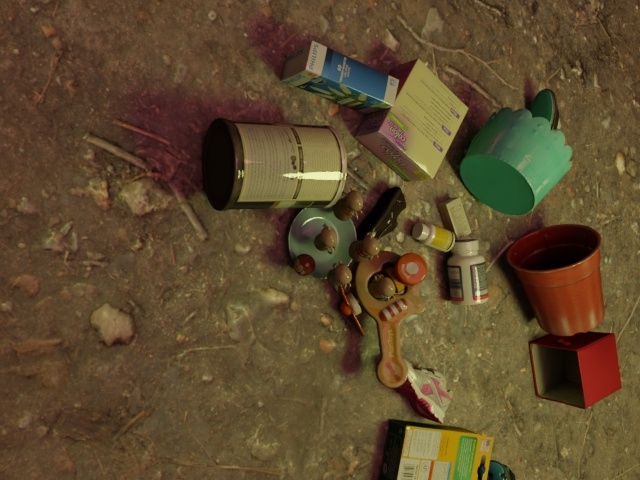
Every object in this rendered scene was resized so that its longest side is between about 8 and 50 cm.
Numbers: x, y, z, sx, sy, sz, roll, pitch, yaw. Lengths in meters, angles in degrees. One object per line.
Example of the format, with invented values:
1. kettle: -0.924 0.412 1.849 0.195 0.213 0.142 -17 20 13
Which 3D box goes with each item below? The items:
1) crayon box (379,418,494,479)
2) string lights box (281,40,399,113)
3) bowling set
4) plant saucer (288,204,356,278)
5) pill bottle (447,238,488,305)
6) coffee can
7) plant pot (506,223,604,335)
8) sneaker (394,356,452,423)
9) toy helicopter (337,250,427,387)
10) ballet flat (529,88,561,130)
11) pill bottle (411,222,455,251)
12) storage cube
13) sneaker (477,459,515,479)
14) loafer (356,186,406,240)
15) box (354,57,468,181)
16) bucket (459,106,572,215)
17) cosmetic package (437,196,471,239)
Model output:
1. crayon box: 0.328 0.629 1.728 0.323 0.083 0.203 15 83 -26
2. string lights box: 0.050 -0.402 1.530 0.260 0.133 0.076 14 84 -29
3. bowling set: 0.046 0.043 1.457 0.200 0.154 0.287 -25 87 -15
4. plant saucer: 0.000 0.000 1.559 0.195 0.037 0.194 -1 91 -28
5. pill bottle: 0.422 0.090 1.766 0.108 0.108 0.180 -9 95 -30
6. coffee can: -0.107 -0.171 1.403 0.275 0.201 0.201 -3 92 -30
7. plant pot: 0.741 0.130 1.878 0.272 0.272 0.265 -35 115 -25
8. sneaker: 0.279 0.394 1.700 0.111 0.103 0.252 -52 120 -23
9. toy helicopter: 0.157 0.202 1.593 0.235 0.140 0.354 -2 80 -8
10. ballet flat: 0.708 -0.334 1.944 0.096 0.095 0.280 0 101 -40
11. pill bottle: 0.317 -0.012 1.729 0.116 0.065 0.065 18 82 -30
12. storage cube: 0.812 0.400 1.952 0.193 0.184 0.214 -15 97 -30
13. sneaker: 0.486 0.824 1.804 0.140 0.125 0.340 34 82 -46
14. loafer: 0.169 -0.045 1.634 0.078 0.080 0.220 46 69 -22
15. box: 0.248 -0.319 1.656 0.214 0.117 0.243 36 73 -26
16. bucket: 0.547 -0.217 1.748 0.183 0.281 0.281 -48 112 -19
17. cosmetic package: 0.390 -0.063 1.784 0.060 0.041 0.115 -26 103 -27
